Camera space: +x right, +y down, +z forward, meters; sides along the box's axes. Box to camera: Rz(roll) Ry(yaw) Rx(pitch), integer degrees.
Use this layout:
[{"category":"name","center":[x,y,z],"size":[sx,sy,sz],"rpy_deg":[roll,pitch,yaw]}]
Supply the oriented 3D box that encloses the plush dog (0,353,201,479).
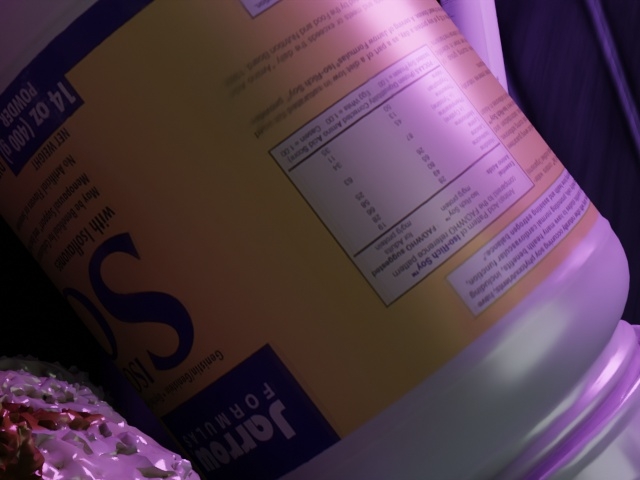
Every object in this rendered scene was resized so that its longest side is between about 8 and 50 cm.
[{"category":"plush dog","center":[-0.142,0.114,0.400],"size":[0.262,0.226,0.210],"rpy_deg":[40,51,-45]}]

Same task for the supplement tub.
[{"category":"supplement tub","center":[0.000,0.000,0.541],"size":[0.331,0.241,0.241],"rpy_deg":[53,37,1]}]

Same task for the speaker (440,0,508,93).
[{"category":"speaker","center":[0.152,-0.206,1.069],"size":[0.055,0.055,0.136],"rpy_deg":[-8,89,-57]}]
